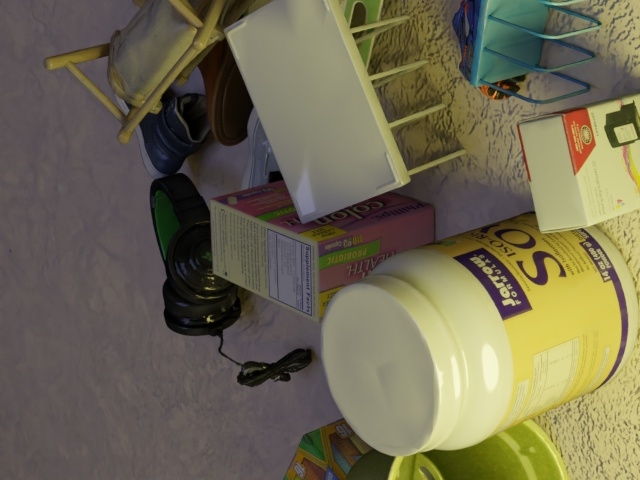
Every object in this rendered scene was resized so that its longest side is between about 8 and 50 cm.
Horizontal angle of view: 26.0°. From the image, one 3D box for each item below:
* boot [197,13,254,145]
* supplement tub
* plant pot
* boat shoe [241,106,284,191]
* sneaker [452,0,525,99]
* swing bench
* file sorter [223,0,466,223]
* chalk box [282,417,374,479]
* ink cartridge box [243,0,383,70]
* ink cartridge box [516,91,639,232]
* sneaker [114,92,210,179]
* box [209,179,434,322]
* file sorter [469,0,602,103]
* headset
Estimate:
[{"bbox_3d":[-0.185,-0.299,2.152,0.220,0.109,0.284,15,112,47],"label":"boot"},{"bbox_3d":[0.189,0.108,1.645,0.241,0.331,0.241,22,120,46],"label":"supplement tub"},{"bbox_3d":[0.156,0.362,1.872,0.254,0.276,0.276,-24,84,65],"label":"plant pot"},{"bbox_3d":[-0.063,-0.131,2.099,0.081,0.079,0.228,35,134,28],"label":"boat shoe"},{"bbox_3d":[0.198,-0.286,1.699,0.087,0.083,0.221,25,120,51],"label":"sneaker"},{"bbox_3d":[-0.213,-0.314,1.959,0.165,0.255,0.253,45,135,-4],"label":"swing bench"},{"bbox_3d":[0.039,-0.197,1.820,0.192,0.173,0.278,-20,93,45],"label":"file sorter"},{"bbox_3d":[0.064,0.385,2.072,0.213,0.132,0.132,49,137,29],"label":"chalk box"},{"bbox_3d":[0.000,-0.340,1.952,0.235,0.056,0.171,31,127,26],"label":"ink cartridge box"},{"bbox_3d":[0.312,-0.091,1.546,0.072,0.175,0.128,-9,96,50],"label":"ink cartridge box"},{"bbox_3d":[-0.258,-0.233,2.293,0.163,0.086,0.226,-40,70,49],"label":"sneaker"},{"bbox_3d":[0.000,0.000,1.943,0.243,0.213,0.117,23,121,46],"label":"box"},{"bbox_3d":[0.258,-0.255,1.602,0.104,0.118,0.170,30,125,39],"label":"file sorter"},{"bbox_3d":[-0.164,0.063,2.252,0.243,0.185,0.394,102,147,-56],"label":"headset"}]
